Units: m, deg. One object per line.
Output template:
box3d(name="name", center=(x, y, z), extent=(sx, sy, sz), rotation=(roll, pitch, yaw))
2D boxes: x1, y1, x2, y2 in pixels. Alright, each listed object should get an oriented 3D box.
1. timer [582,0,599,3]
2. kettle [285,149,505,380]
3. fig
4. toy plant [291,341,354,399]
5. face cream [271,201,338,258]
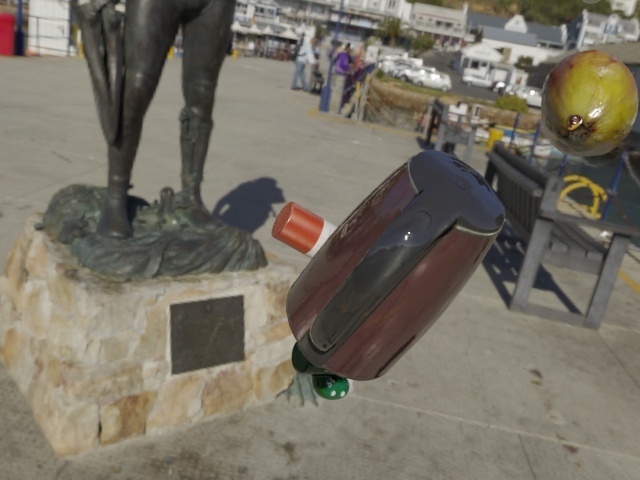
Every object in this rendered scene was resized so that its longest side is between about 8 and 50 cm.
box3d(name="timer", center=(0.535, -0.542, 1.209), extent=(0.136, 0.099, 0.136), rotation=(27, -23, 12))
box3d(name="kettle", center=(0.061, 0.025, 0.591), extent=(0.144, 0.232, 0.202), rotation=(46, 41, 15))
box3d(name="fig", center=(0.411, -0.199, 0.946), extent=(0.145, 0.170, 0.274), rotation=(4, 23, 25))
box3d(name="toy plant", center=(0.042, 0.266, 1.479), extent=(0.112, 0.233, 0.243), rotation=(21, -14, 47))
box3d(name="face cream", center=(0.000, 0.000, 1.412), extent=(0.214, 0.096, 0.096), rotation=(29, 11, -20))
